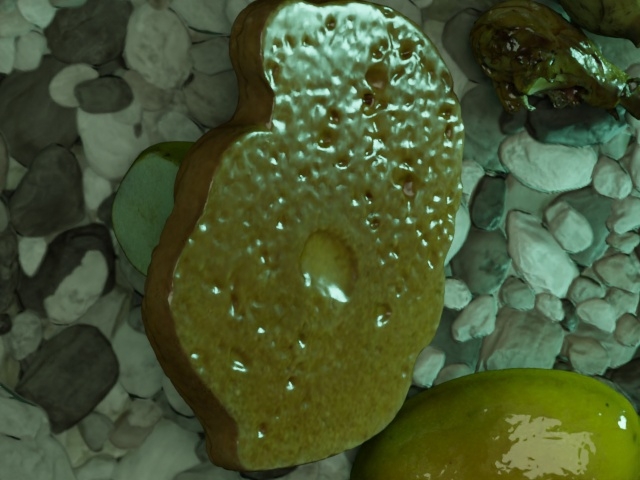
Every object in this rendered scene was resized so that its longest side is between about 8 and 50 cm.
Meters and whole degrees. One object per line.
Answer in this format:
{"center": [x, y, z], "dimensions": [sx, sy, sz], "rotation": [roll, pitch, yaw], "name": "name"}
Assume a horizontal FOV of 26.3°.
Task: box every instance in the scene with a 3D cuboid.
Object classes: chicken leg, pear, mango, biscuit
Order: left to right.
{"center": [-0.121, -0.027, 1.315], "dimensions": [0.104, 0.141, 0.141], "rotation": [-6, 98, -53], "name": "pear"}
{"center": [-0.001, 0.000, 1.281], "dimensions": [0.349, 0.078, 0.456], "rotation": [28, 77, -39], "name": "biscuit"}
{"center": [0.187, 0.215, 1.371], "dimensions": [0.316, 0.119, 0.177], "rotation": [-2, 94, 0], "name": "mango"}
{"center": [0.246, -0.168, 1.382], "dimensions": [0.207, 0.085, 0.101], "rotation": [24, 54, -15], "name": "chicken leg"}

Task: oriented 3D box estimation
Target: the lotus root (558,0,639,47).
{"center": [0.290, -0.295, 1.355], "dimensions": [0.140, 0.154, 0.257], "rotation": [-22, 78, 32], "name": "lotus root"}
